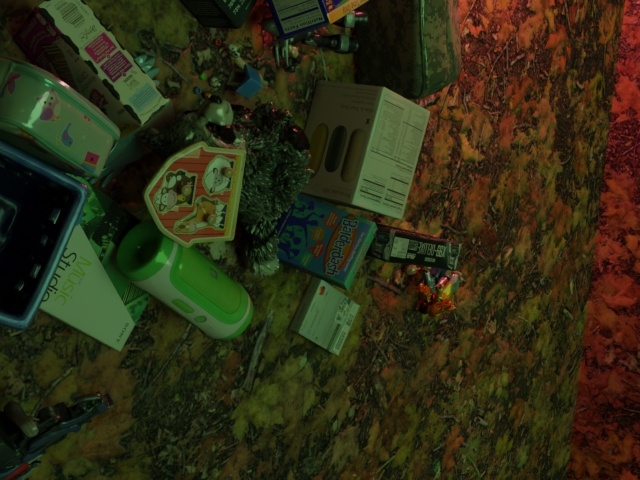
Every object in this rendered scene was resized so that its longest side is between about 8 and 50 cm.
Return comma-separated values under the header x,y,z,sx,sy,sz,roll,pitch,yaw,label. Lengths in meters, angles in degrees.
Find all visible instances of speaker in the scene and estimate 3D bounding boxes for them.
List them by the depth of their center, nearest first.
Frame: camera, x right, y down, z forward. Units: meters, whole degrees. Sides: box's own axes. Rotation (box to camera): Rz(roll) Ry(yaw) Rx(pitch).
x,y,z,sx,sy,sz,roll,pitch,yaw,label
-0.250,0.081,1.584,0.296,0.131,0.131,46,67,-47,speaker

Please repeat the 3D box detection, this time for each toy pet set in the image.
x,y,z,sx,sy,sz,roll,pitch,yaw,label
-0.176,-0.326,1.674,0.114,0.065,0.122,27,81,-50,toy pet set

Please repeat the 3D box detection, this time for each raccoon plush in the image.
x,y,z,sx,sy,sz,roll,pitch,yaw,label
-0.181,-0.076,1.634,0.299,0.216,0.447,-26,120,-41,raccoon plush

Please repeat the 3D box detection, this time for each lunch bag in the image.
x,y,z,sx,sy,sz,roll,pitch,yaw,label
-0.450,-0.189,1.236,0.224,0.279,0.108,39,72,-59,lunch bag
0.231,-0.501,1.982,0.256,0.212,0.305,-29,123,-40,lunch bag

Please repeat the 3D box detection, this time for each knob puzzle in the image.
x,y,z,sx,sy,sz,roll,pitch,yaw,label
-0.217,-0.077,1.451,0.213,0.030,0.213,-17,119,-34,knob puzzle

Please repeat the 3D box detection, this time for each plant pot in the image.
x,y,z,sx,sy,sz,roll,pitch,yaw,label
-0.510,-0.024,1.232,0.236,0.212,0.236,27,79,-26,plant pot

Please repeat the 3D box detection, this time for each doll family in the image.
x,y,z,sx,sy,sz,roll,pitch,yaw,label
0.329,0.120,2.365,0.163,0.118,0.263,-50,135,-27,doll family

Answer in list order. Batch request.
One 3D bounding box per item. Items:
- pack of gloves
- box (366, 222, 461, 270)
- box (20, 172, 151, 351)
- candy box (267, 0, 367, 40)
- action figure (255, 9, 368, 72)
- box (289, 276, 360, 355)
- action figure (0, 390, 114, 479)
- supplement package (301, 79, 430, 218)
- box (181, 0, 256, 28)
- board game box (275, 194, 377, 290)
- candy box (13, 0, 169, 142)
x,y,z,sx,sy,sz,roll,pitch,yaw,label
-0.370,-0.220,1.514,0.232,0.046,0.195,-45,146,-32,pack of gloves
0.162,0.003,2.038,0.307,0.242,0.077,9,95,-51,box
-0.424,0.036,1.504,0.322,0.058,0.232,43,69,-49,box
-0.028,-0.578,1.597,0.268,0.122,0.317,-49,124,-52,candy box
-0.030,-0.452,1.790,0.285,0.099,0.185,-8,115,-44,action figure
0.013,0.191,2.080,0.186,0.038,0.145,37,73,-49,box
-0.531,0.273,1.370,0.341,0.178,0.330,-25,128,-14,action figure
0.091,-0.208,1.919,0.198,0.199,0.263,14,91,-50,supplement package
-0.205,-0.517,1.547,0.207,0.108,0.153,46,66,-46,box
0.000,0.000,1.870,0.160,0.210,0.047,-64,160,-14,board game box
-0.368,-0.273,1.332,0.233,0.159,0.071,49,62,-18,candy box
